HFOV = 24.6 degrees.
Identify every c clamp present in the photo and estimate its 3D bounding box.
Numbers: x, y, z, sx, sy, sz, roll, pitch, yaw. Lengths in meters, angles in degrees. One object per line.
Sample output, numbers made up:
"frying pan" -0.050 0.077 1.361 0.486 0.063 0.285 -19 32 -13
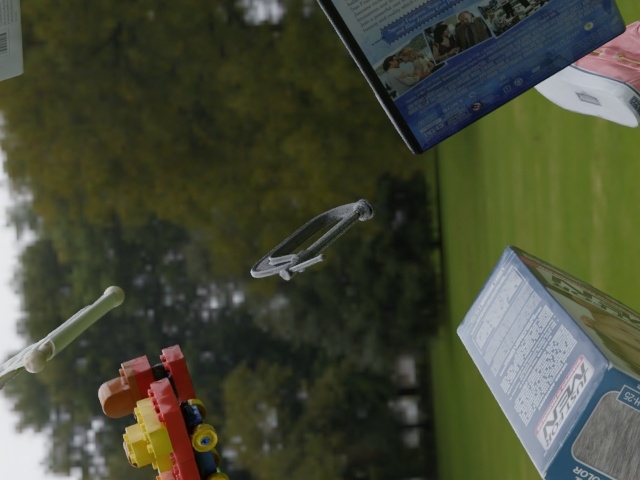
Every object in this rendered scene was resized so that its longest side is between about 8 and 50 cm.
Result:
"c clamp" 0.000 0.000 1.435 0.160 0.137 0.022 -42 -74 -45

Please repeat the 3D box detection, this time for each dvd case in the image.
"dvd case" 0.090 -0.183 0.986 0.253 0.180 0.022 53 -171 -45

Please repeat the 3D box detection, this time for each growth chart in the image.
"growth chart" -0.249 0.113 1.117 0.021 0.237 0.172 52 -148 -4

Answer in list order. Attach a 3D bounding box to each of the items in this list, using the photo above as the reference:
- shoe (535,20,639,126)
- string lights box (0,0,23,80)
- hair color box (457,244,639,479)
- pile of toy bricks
"shoe" 0.264 -0.164 1.375 0.063 0.081 0.178 50 170 -33
"string lights box" -0.301 -0.244 1.063 0.260 0.076 0.133 58 157 24
"hair color box" 0.239 0.124 1.223 0.105 0.174 0.347 -61 12 10
"pile of toy bricks" -0.096 0.167 0.794 0.118 0.105 0.212 -126 21 -60
